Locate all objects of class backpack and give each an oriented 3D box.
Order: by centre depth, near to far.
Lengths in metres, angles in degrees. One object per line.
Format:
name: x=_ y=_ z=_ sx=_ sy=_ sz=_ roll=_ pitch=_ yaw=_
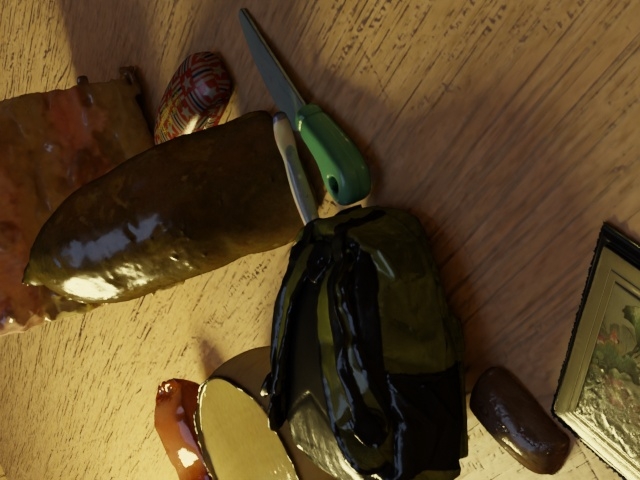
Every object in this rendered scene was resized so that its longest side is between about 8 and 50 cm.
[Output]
backpack: x=0.035 y=0.096 z=0.918 sx=0.207 sy=0.140 sz=0.253 roll=5 pitch=101 yaw=59

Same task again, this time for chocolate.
chocolate: x=0.160 y=0.157 z=0.860 sx=0.100 sy=0.031 sz=0.064 roll=49 pitch=148 yaw=29

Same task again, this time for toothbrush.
toothbrush: x=0.000 y=0.000 z=1.014 sx=0.027 sy=0.021 sz=0.269 roll=7 pitch=119 yaw=59

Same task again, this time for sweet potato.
sweet potato: x=-0.180 y=-0.017 z=1.096 sx=0.158 sy=0.370 sz=0.157 roll=-23 pitch=-90 yaw=-80

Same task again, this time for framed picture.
framed picture: x=0.245 y=0.113 z=0.715 sx=0.195 sy=0.010 sz=0.199 roll=42 pitch=139 yaw=40

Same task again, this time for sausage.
sausage: x=-0.129 y=0.343 z=1.376 sx=0.097 sy=0.094 sz=0.348 roll=-36 pitch=73 yaw=45

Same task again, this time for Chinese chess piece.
Chinese chess piece: x=-0.044 y=0.244 z=1.170 sx=0.250 sy=0.103 sz=0.249 roll=34 pitch=134 yaw=44

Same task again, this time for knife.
knife: x=-0.023 y=-0.131 z=0.999 sx=0.260 sy=0.035 sz=0.063 roll=58 pitch=160 yaw=33

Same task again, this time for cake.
cake: x=-0.381 y=-0.037 z=1.352 sx=0.293 sy=0.307 sz=0.314 roll=-6 pitch=101 yaw=61

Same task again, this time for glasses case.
glasses case: x=-0.156 y=-0.145 z=1.177 sx=0.073 sy=0.049 sz=0.194 roll=62 pitch=149 yaw=15
